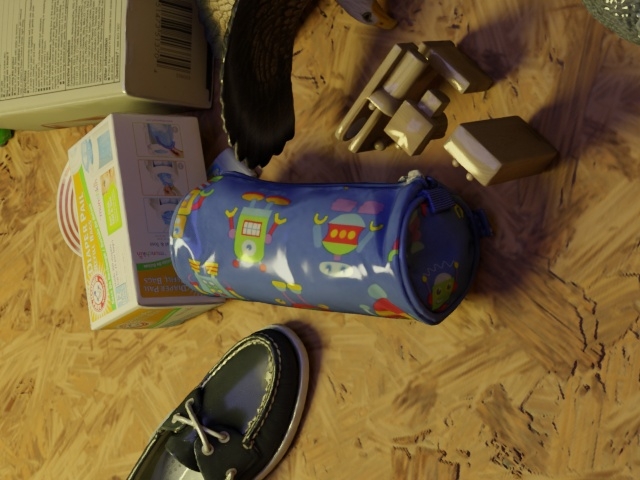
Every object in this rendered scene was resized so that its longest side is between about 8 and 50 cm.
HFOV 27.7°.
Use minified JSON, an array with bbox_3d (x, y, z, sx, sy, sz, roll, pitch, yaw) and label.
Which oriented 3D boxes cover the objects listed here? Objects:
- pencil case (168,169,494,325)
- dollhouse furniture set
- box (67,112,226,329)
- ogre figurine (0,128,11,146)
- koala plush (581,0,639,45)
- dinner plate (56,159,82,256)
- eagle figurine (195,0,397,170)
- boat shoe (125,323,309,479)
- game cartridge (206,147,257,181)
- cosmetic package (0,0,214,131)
[{"bbox_3d":[0.000,0.000,1.193,0.306,0.119,0.133,3,92,40],"label":"pencil case"},{"bbox_3d":[0.098,-0.076,1.120,0.151,0.144,0.123,46,119,18],"label":"dollhouse furniture set"},{"bbox_3d":[-0.181,-0.016,1.343,0.114,0.103,0.203,-28,67,51],"label":"box"},{"bbox_3d":[-0.411,-0.189,1.560,0.097,0.118,0.197,-8,82,35],"label":"ogre figurine"},{"bbox_3d":[0.269,-0.179,0.946,0.221,0.196,0.203,41,121,31],"label":"koala plush"},{"bbox_3d":[-0.249,-0.048,1.475,0.141,0.017,0.141,-4,84,40],"label":"dinner plate"},{"bbox_3d":[-0.032,-0.243,1.205,0.298,0.226,0.225,-44,80,22],"label":"eagle figurine"},{"bbox_3d":[-0.116,0.212,1.288,0.114,0.091,0.302,40,111,35],"label":"boat shoe"},{"bbox_3d":[-0.103,-0.052,1.354,0.056,0.017,0.083,49,116,36],"label":"game cartridge"},{"bbox_3d":[-0.264,-0.208,1.431,0.296,0.129,0.153,0,87,40],"label":"cosmetic package"}]
